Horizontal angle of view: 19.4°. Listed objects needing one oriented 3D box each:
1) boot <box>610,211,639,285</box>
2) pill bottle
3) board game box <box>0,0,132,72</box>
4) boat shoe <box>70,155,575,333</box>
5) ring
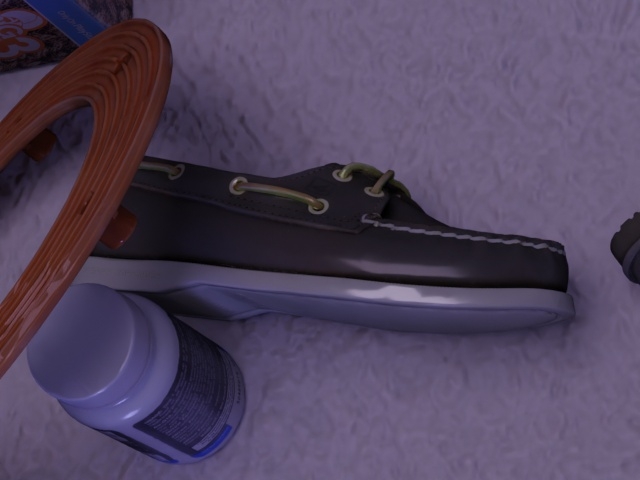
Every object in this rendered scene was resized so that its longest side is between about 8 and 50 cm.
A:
[{"bbox_3d":[0.265,0.037,0.946,0.189,0.076,0.208,-43,55,18],"label":"boot"},{"bbox_3d":[-0.103,0.074,1.046,0.078,0.137,0.078,-7,69,19],"label":"pill bottle"},{"bbox_3d":[-0.297,-0.201,1.170,0.291,0.232,0.141,-9,69,20],"label":"board game box"},{"bbox_3d":[-0.002,-0.001,1.049,0.305,0.109,0.091,3,78,27],"label":"boat shoe"},{"bbox_3d":[-0.187,0.017,1.062,0.336,0.032,0.336,-43,23,23],"label":"ring"}]
